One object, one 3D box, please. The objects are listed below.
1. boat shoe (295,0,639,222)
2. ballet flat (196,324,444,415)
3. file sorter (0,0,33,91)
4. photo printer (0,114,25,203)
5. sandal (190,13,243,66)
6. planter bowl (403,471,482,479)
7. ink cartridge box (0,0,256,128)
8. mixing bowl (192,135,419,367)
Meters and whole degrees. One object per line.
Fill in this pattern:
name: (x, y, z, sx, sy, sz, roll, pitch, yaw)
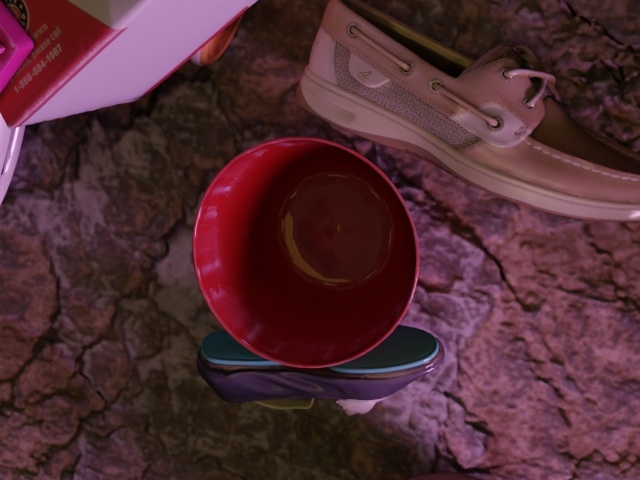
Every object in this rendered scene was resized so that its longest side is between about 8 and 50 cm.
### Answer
boat shoe: (0.129, -0.099, 1.464, 0.302, 0.109, 0.098, 23, 108, 17)
ballet flat: (0.002, 0.106, 1.569, 0.203, 0.074, 0.074, -1, 101, 11)
file sorter: (-0.393, -0.109, 1.412, 0.202, 0.182, 0.290, 52, 128, 10)
photo printer: (-0.386, -0.152, 1.607, 0.307, 0.107, 0.256, 9, 104, 15)
sandal: (-0.024, -0.243, 1.489, 0.076, 0.102, 0.265, 26, 116, 9)
planter bowl: (0.103, 0.253, 1.541, 0.162, 0.109, 0.162, 3, 102, 16)
ink cartridge box: (-0.193, -0.320, 1.421, 0.279, 0.160, 0.384, -36, 79, 39)
mixing bowl: (0.000, 0.000, 1.525, 0.181, 0.098, 0.181, 4, 103, 16)
